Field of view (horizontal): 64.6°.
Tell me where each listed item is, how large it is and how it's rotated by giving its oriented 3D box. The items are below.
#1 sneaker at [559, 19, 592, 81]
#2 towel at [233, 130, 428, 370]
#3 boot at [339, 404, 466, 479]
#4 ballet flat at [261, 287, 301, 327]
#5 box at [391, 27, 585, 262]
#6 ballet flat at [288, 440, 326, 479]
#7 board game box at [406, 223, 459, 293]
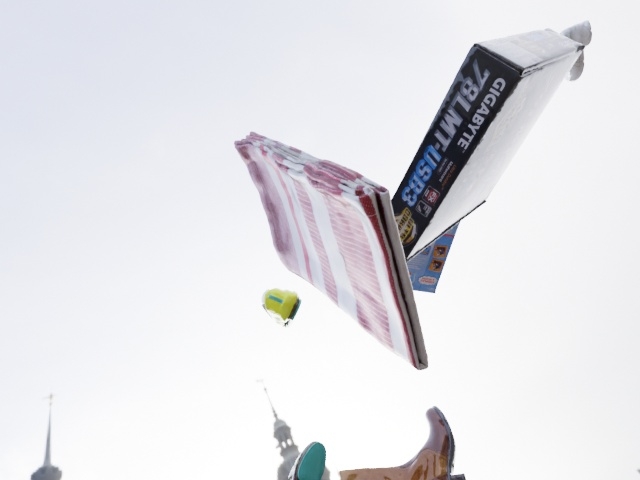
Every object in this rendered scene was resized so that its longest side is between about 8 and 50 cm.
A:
[{"bbox_3d":[0.530,-0.398,1.077,0.061,0.054,0.152,-10,-31,13],"label":"sneaker"},{"bbox_3d":[0.000,0.000,0.634,0.037,0.329,0.237,-30,-59,-18],"label":"towel"},{"bbox_3d":[0.184,0.529,1.178,0.280,0.264,0.096,-14,-45,7],"label":"boot"},{"bbox_3d":[-0.081,0.128,1.015,0.077,0.231,0.077,22,-102,1],"label":"ballet flat"},{"bbox_3d":[0.227,-0.140,0.719,0.293,0.073,0.296,-28,-29,-45],"label":"box"},{"bbox_3d":[-0.045,0.571,1.162,0.076,0.222,0.079,34,-49,-16],"label":"ballet flat"},{"bbox_3d":[0.235,0.024,1.245,0.160,0.039,0.212,8,-66,-10],"label":"board game box"}]
